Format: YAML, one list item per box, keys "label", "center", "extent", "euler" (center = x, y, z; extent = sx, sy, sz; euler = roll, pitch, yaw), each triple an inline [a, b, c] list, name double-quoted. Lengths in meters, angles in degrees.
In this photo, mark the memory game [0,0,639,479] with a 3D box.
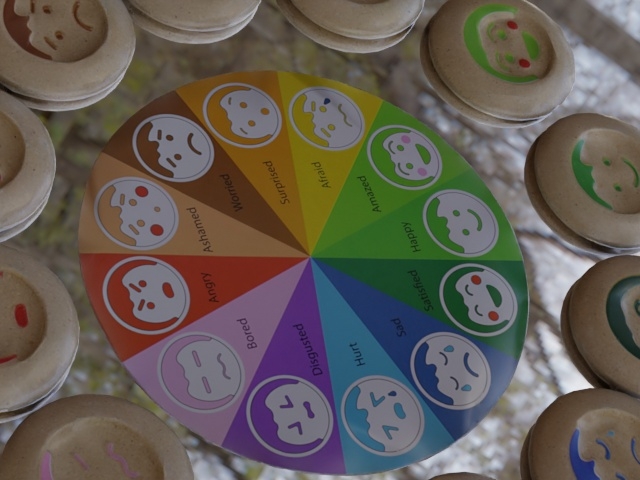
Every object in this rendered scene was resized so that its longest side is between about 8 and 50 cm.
- label: "memory game"
  center: [0.000, 0.000, 0.346]
  extent: [0.012, 0.186, 0.186]
  euler: [119, -9, -54]
